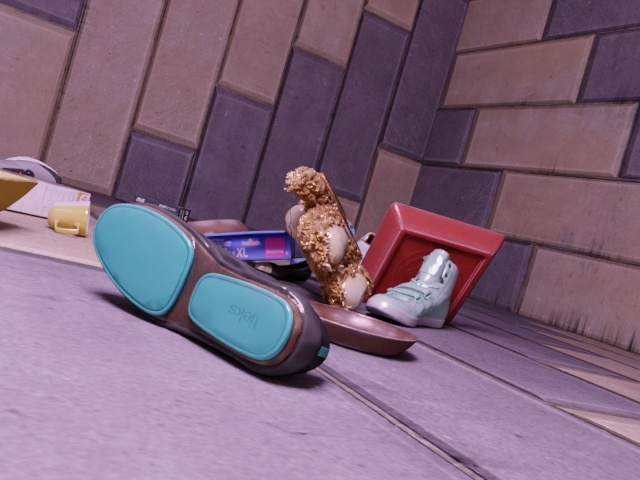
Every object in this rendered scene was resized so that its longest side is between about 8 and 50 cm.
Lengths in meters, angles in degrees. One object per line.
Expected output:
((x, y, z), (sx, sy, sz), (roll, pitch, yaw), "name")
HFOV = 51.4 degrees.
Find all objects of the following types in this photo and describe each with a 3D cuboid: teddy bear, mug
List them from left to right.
((-0.424, -0.041, 1.122), (0.064, 0.062, 0.078), (8, -3, -16), "mug")
((0.000, 0.000, 1.157), (0.245, 0.113, 0.338), (61, 6, -41), "teddy bear")

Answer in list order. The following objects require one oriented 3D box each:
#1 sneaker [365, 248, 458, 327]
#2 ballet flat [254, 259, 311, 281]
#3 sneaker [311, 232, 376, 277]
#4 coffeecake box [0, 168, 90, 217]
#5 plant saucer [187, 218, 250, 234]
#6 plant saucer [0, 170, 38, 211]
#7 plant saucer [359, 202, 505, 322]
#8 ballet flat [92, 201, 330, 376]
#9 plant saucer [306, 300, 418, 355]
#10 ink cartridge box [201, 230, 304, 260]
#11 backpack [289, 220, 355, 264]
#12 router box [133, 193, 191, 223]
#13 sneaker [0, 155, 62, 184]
((0.176, 0.081, 1.249), (0.094, 0.151, 0.256), (19, 4, 34), "sneaker")
((-0.078, 0.056, 1.394), (0.058, 0.049, 0.173), (18, 5, 34), "ballet flat")
((0.092, 0.048, 1.572), (0.106, 0.123, 0.290), (22, -17, -41), "sneaker")
((-0.568, -0.091, 1.284), (0.142, 0.068, 0.186), (16, 0, 40), "coffeecake box")
((-0.258, -0.024, 1.500), (0.199, 0.036, 0.198), (-5, -2, 0), "plant saucer")
((-0.559, -0.085, 0.800), (0.333, 0.080, 0.333), (16, 0, -8), "plant saucer")
((0.219, 0.066, 1.396), (0.259, 0.259, 0.047), (16, 34, -13), "plant saucer")
((-0.103, 0.050, 0.615), (0.280, 0.095, 0.096), (29, -1, 35), "ballet flat")
((0.038, 0.112, 0.840), (0.169, 0.029, 0.168), (16, 0, 0), "plant saucer")
((-0.135, 0.013, 1.404), (0.186, 0.065, 0.311), (-1, -3, 6), "ink cartridge box")
((0.010, 0.012, 1.785), (0.158, 0.173, 0.117), (17, 1, 13), "backpack")
((-0.326, -0.035, 1.328), (0.123, 0.092, 0.038), (16, 1, 27), "router box")
((-0.684, -0.131, 1.403), (0.272, 0.100, 0.108), (11, 18, -38), "sneaker")
